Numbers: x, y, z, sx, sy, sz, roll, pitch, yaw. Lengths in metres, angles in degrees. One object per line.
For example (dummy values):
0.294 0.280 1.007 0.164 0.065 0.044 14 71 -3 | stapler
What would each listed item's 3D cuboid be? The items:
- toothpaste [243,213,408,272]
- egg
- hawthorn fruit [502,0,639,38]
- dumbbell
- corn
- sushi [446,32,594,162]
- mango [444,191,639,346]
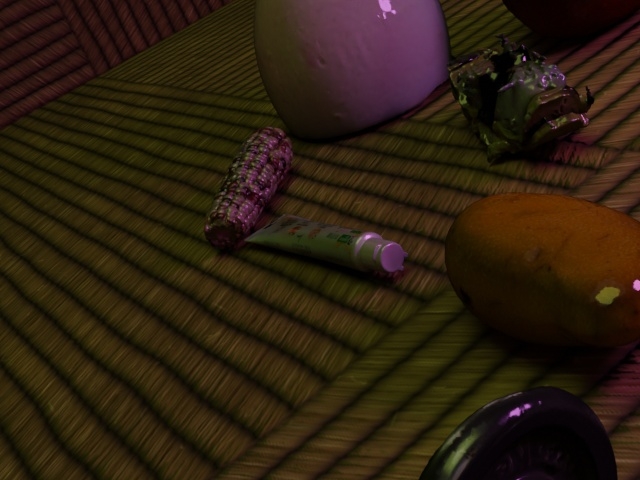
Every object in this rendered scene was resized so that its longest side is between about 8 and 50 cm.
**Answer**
0.000 0.000 1.207 0.314 0.058 0.056 13 89 57 | toothpaste
0.034 -0.402 1.598 0.354 0.340 0.354 -20 25 10 | egg
0.436 -0.500 1.494 0.325 0.308 0.308 -36 27 0 | hawthorn fruit
0.168 0.201 0.534 0.192 0.192 0.290 -37 28 -24 | dumbbell
-0.110 -0.086 1.419 0.092 0.092 0.280 -12 32 23 | corn
0.263 -0.203 1.276 0.139 0.131 0.291 -26 34 -6 | sushi
0.232 0.034 0.875 0.177 0.120 0.295 -22 27 -14 | mango
